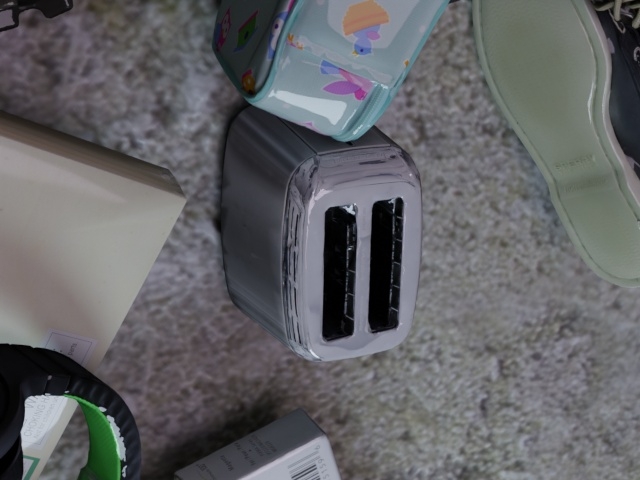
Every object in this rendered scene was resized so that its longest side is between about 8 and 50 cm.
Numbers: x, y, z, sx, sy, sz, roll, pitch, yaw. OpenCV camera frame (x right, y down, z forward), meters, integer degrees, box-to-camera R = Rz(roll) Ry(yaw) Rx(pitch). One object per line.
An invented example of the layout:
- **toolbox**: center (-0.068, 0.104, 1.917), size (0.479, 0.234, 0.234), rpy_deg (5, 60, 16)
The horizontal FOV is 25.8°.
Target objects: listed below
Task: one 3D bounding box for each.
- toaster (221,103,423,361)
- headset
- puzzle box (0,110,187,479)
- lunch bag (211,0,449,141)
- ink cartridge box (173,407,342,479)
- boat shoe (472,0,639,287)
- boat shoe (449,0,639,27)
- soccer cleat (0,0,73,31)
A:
- **toaster**: center (0.000, 0.000, 1.115), size (0.129, 0.146, 0.226), rpy_deg (-7, 112, -24)
- **headset**: center (-0.302, 0.175, 0.940), size (0.394, 0.185, 0.243), rpy_deg (6, 109, -52)
- **puzzle box**: center (-0.307, 0.088, 1.004), size (0.272, 0.052, 0.408), rpy_deg (19, 111, -32)
- **lunch bag**: center (0.027, -0.224, 1.000), size (0.108, 0.224, 0.279), rpy_deg (23, 103, -21)
- **ink cartridge box**: center (-0.073, 0.313, 1.197), size (0.239, 0.060, 0.275), rpy_deg (-25, 119, -16)
- **boat shoe**: center (0.241, -0.129, 1.211), size (0.113, 0.127, 0.340), rpy_deg (-42, 110, -38)
- **boat shoe**: center (0.252, -0.231, 1.047), size (0.356, 0.132, 0.130), rpy_deg (-18, 87, -5)
- **soccer cleat**: center (-0.301, -0.190, 0.938), size (0.289, 0.093, 0.121), rpy_deg (-14, 84, -17)
